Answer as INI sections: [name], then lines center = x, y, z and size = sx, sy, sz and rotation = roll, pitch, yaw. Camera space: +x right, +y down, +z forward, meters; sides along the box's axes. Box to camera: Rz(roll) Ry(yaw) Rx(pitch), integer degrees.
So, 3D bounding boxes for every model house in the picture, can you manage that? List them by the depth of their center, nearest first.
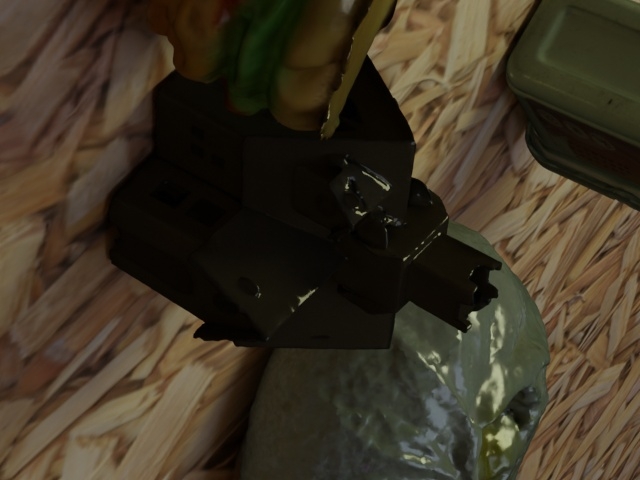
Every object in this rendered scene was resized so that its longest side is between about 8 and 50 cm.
[model house]
center = 0.000, 0.000, 1.356
size = 0.204, 0.243, 0.211
rotation = -45, 153, -36

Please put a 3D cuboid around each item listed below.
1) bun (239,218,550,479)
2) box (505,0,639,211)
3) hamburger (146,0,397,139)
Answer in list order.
[bun]
center = 0.080, 0.156, 1.763
size = 0.362, 0.211, 0.362
rotation = -45, 151, -33
[box]
center = 0.330, -0.130, 1.871
size = 0.175, 0.311, 0.182
rotation = -59, 149, -6
[hamburger]
center = -0.022, -0.181, 1.209
size = 0.237, 0.148, 0.237
rotation = 22, 90, -87
